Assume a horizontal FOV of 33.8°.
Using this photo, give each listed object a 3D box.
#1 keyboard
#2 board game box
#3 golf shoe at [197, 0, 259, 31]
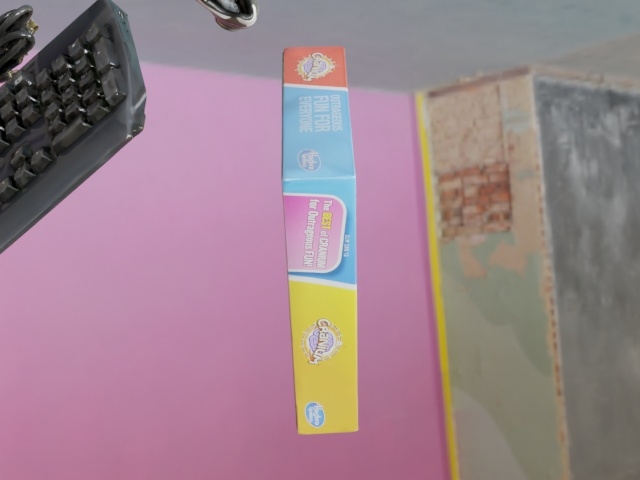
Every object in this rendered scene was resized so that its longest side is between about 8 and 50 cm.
[{"bbox_3d":[-0.233,-0.034,0.624,0.317,0.201,0.033,-37,132,14],"label":"keyboard"},{"bbox_3d":[0.000,0.000,1.065,0.064,0.316,0.242,-2,-142,0],"label":"board game box"},{"bbox_3d":[-0.142,-0.325,1.220,0.198,0.077,0.094,40,-178,-20],"label":"golf shoe"}]
